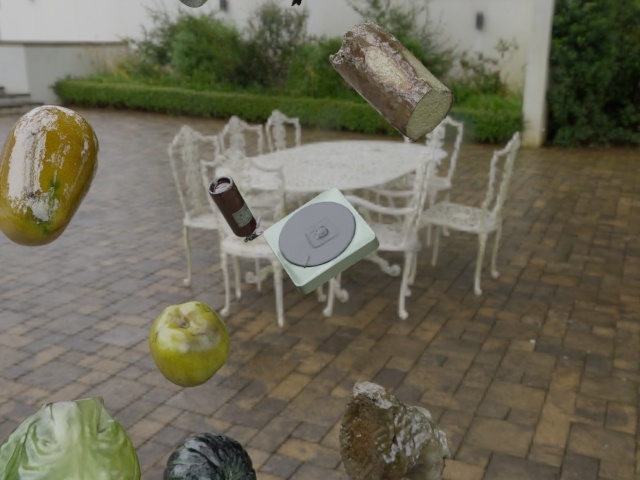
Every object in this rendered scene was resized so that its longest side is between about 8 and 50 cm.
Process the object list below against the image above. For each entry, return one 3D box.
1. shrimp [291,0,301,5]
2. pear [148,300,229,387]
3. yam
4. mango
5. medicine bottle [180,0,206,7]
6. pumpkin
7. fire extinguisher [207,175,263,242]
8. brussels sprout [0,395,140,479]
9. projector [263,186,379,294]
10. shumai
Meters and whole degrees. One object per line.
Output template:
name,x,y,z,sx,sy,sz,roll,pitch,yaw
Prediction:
shrimp,-0.049,-0.535,1.194,0.117,0.262,0.066,12,50,-8
pear,-0.308,0.247,1.630,0.200,0.199,0.200,0,16,0
yam,0.134,-0.310,1.316,0.238,0.128,0.129,49,2,21
mango,-0.518,-0.116,1.296,0.173,0.211,0.317,26,40,-30
medicine bottle,-0.240,-0.542,1.409,0.080,0.080,0.130,9,50,28
pumpkin,-0.242,0.534,1.512,0.162,0.220,0.221,-13,3,42
fire extinguisher,-0.212,-0.077,1.828,0.071,0.231,0.099,8,54,32
brussels sprout,-0.390,0.364,1.055,0.244,0.243,0.244,0,16,0
projector,0.000,0.000,1.941,0.259,0.079,0.257,-33,47,-4
shumai,0.139,0.343,1.264,0.186,0.218,0.184,-13,12,-34
